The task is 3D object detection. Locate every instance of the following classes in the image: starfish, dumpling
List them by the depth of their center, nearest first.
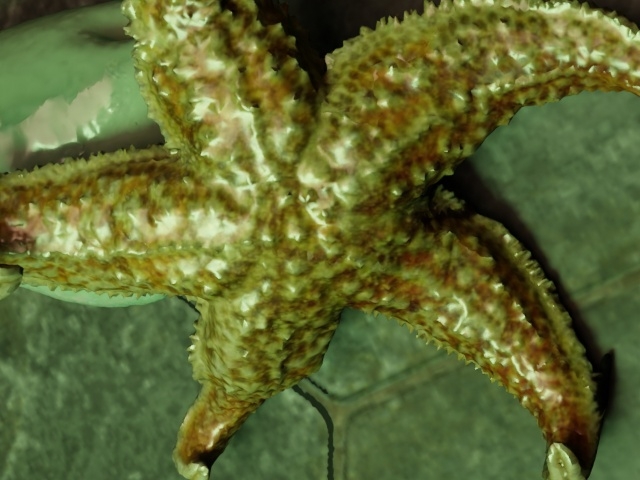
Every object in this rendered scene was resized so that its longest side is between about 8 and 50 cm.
[{"bbox_3d":[0.000,0.004,0.728,0.303,0.113,0.312,30,116,-9],"label":"starfish"},{"bbox_3d":[-0.128,-0.033,0.803,0.216,0.105,0.149,-11,94,14],"label":"dumpling"}]
